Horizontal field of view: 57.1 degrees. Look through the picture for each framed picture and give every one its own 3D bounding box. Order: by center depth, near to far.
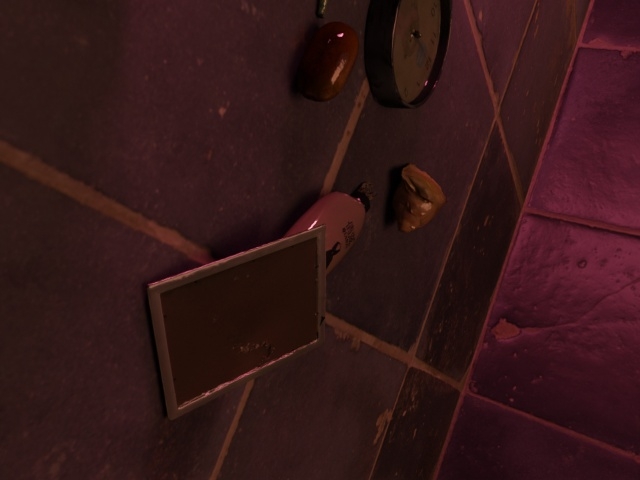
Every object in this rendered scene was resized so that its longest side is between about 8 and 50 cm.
[{"bbox_3d":[-0.101,0.107,0.815,0.273,0.016,0.217,-19,122,-34],"label":"framed picture"}]

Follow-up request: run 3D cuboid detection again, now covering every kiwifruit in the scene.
[{"bbox_3d":[0.011,-0.260,0.852,0.124,0.075,0.075,-63,150,-11],"label":"kiwifruit"}]

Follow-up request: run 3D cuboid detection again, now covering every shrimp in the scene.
[{"bbox_3d":[0.081,-0.086,1.117,0.092,0.029,0.038,-40,129,-54],"label":"shrimp"}]

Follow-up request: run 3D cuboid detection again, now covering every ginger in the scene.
[{"bbox_3d":[0.214,-0.088,1.299,0.123,0.115,0.193,-61,165,22],"label":"ginger"}]

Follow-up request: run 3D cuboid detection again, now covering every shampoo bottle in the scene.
[{"bbox_3d":[0.000,0.000,0.957,0.257,0.078,0.127,-47,137,-38],"label":"shampoo bottle"}]

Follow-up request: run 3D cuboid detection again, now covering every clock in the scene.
[{"bbox_3d":[0.171,-0.383,1.096,0.280,0.055,0.281,-35,132,-49],"label":"clock"}]

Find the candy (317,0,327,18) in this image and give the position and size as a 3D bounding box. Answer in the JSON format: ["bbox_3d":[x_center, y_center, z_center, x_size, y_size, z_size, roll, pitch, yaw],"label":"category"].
[{"bbox_3d":[0.042,-0.482,0.817,0.092,0.093,0.336,9,109,-19],"label":"candy"}]
